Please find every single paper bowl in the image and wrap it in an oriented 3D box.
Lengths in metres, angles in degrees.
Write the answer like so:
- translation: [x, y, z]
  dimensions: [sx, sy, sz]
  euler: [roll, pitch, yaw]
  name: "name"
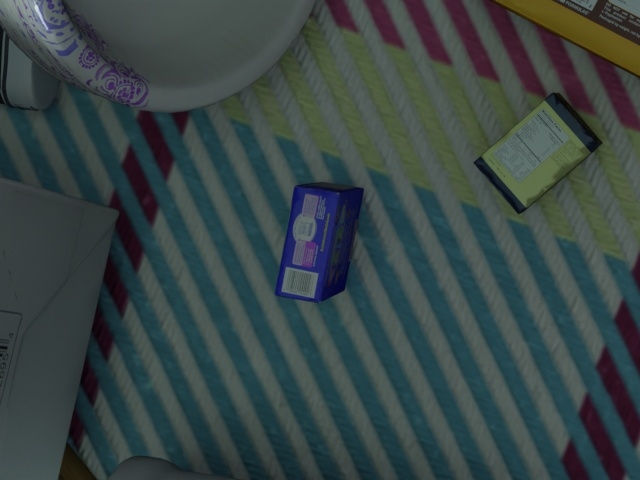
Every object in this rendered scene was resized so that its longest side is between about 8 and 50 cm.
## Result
- translation: [-0.139, -0.251, 1.332]
  dimensions: [0.148, 0.284, 0.284]
  euler: [23, 100, 50]
  name: "paper bowl"

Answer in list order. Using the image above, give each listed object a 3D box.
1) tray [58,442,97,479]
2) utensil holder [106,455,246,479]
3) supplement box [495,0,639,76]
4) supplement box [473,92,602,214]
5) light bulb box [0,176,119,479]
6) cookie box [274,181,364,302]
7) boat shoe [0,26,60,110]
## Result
- translation: [-0.381, 0.311, 1.503]
  dimensions: [0.411, 0.076, 0.203]
  euler: [-40, 86, 10]
  name: "tray"
- translation: [0.013, 0.351, 1.306]
  dimensions: [0.385, 0.327, 0.328]
  euler: [7, 95, 8]
  name: "utensil holder"
- translation: [0.231, -0.244, 1.315]
  dimensions: [0.191, 0.129, 0.194]
  euler: [29, 99, 8]
  name: "supplement box"
- translation: [0.175, -0.070, 1.362]
  dimensions: [0.083, 0.083, 0.056]
  euler: [-41, 86, 12]
  name: "supplement box"
- translation: [-0.399, 0.099, 1.360]
  dimensions: [0.361, 0.225, 0.358]
  euler: [11, 87, 21]
  name: "light bulb box"
- translation: [0.000, 0.000, 1.389]
  dimensions: [0.040, 0.107, 0.092]
  euler: [11, 95, 11]
  name: "cookie box"
- translation: [-0.258, -0.263, 1.427]
  dimensions: [0.102, 0.108, 0.301]
  euler: [11, 103, 9]
  name: "boat shoe"
